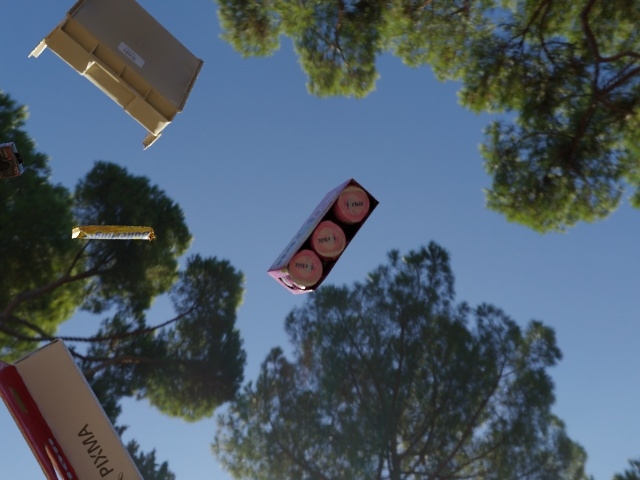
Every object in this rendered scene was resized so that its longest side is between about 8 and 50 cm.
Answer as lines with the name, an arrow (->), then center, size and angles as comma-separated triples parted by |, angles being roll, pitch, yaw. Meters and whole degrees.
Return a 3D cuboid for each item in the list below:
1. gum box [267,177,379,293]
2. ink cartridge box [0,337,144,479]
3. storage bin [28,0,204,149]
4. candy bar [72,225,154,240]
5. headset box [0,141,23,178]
gum box -> 0.000, 0.000, 0.959 | 0.062, 0.107, 0.188 | 40, -108, -10
ink cartridge box -> -0.240, 0.246, 0.658 | 0.066, 0.261, 0.296 | -31, -98, -23
storage bin -> -0.390, -0.354, 1.206 | 0.123, 0.260, 0.262 | -32, -58, 29
candy bar -> -0.418, -0.016, 1.236 | 0.162, 0.018, 0.040 | 2, -34, -19
headset box -> -0.628, -0.155, 1.190 | 0.083, 0.032, 0.062 | -11, -64, -9
